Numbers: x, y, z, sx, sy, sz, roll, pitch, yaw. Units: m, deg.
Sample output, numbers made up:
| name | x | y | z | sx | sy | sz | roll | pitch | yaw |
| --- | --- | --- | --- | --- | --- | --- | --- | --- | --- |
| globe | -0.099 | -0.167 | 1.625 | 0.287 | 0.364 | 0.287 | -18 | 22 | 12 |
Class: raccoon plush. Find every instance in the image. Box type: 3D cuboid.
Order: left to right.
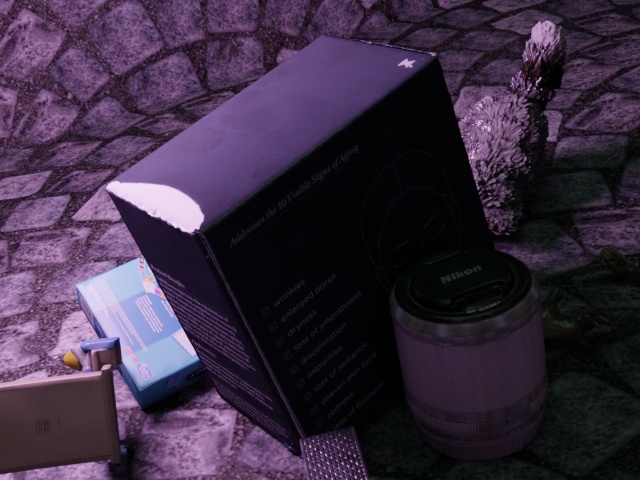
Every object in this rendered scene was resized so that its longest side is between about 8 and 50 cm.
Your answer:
| name | x | y | z | sx | sy | sz | roll | pitch | yaw |
| --- | --- | --- | --- | --- | --- | --- | --- | --- | --- |
| raccoon plush | 0.360 | -0.217 | 1.983 | 0.216 | 0.446 | 0.299 | 10 | 20 | 12 |

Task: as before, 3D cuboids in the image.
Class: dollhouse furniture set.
| name | x | y | z | sx | sy | sz | roll | pitch | yaw |
| --- | --- | --- | --- | --- | --- | --- | --- | --- | --- |
| dollhouse furniture set | -0.403 | 0.308 | 1.516 | 0.198 | 0.286 | 0.303 | -6 | 0 | -8 |

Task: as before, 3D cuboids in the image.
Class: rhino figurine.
| name | x | y | z | sx | sy | sz | roll | pitch | yaw |
| --- | --- | --- | --- | --- | --- | --- | --- | --- | --- |
| rhino figurine | 0.384 | 0.133 | 1.685 | 0.243 | 0.073 | 0.106 | 8 | 31 | 28 |

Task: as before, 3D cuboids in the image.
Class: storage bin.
| name | x | y | z | sx | sy | sz | roll | pitch | yaw |
| --- | --- | --- | --- | --- | --- | --- | --- | --- | --- |
| storage bin | 0.032 | 0.360 | 1.360 | 0.084 | 0.122 | 0.180 | -13 | 29 | -2 |

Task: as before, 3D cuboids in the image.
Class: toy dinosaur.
| name | x | y | z | sx | sy | sz | roll | pitch | yaw |
| --- | --- | --- | --- | --- | --- | --- | --- | --- | --- |
| toy dinosaur | 0.645 | 0.052 | 1.751 | 0.268 | 0.064 | 0.118 | 17 | 47 | 38 |

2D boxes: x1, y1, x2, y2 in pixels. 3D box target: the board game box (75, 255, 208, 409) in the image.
| name | x | y | z | sx | sy | sz | roll | pitch | yaw |
| --- | --- | --- | --- | --- | --- | --- | --- | --- | --- |
| board game box | -0.242 | 0.125 | 1.815 | 0.336 | 0.079 | 0.253 | -25 | 61 | -23 |

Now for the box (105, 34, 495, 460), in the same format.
| name | x | y | z | sx | sy | sz | roll | pitch | yaw |
| --- | --- | --- | --- | --- | --- | --- | --- | --- | --- |
| box | 0.000 | 0.000 | 1.581 | 0.480 | 0.471 | 0.297 | -38 | 38 | -23 |

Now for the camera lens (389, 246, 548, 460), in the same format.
| name | x | y | z | sx | sy | sz | roll | pitch | yaw |
| --- | --- | --- | --- | --- | --- | --- | --- | --- | --- |
| camera lens | 0.227 | 0.164 | 1.478 | 0.220 | 0.274 | 0.219 | -9 | 29 | 5 |
